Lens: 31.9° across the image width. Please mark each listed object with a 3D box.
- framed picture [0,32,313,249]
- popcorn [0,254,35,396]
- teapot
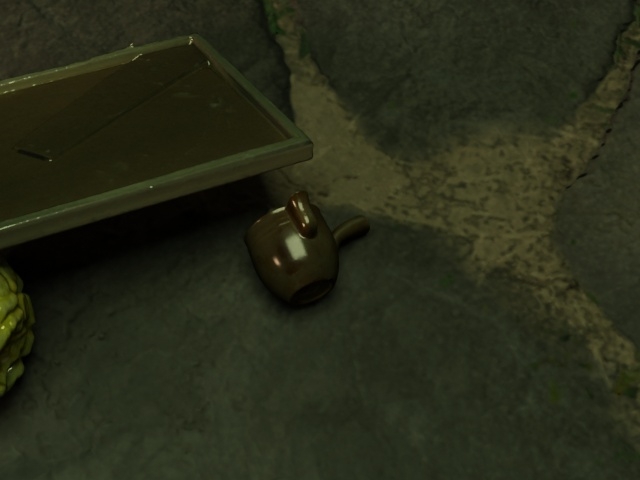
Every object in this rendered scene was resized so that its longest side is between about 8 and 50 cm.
[{"bbox_3d":[-0.195,-0.081,0.873,0.315,0.024,0.232,-18,38,-20],"label":"framed picture"},{"bbox_3d":[-0.277,0.064,0.808,0.135,0.162,0.141,2,81,-42],"label":"popcorn"},{"bbox_3d":[0.000,0.000,0.886,0.110,0.085,0.080,-9,61,-32],"label":"teapot"}]
